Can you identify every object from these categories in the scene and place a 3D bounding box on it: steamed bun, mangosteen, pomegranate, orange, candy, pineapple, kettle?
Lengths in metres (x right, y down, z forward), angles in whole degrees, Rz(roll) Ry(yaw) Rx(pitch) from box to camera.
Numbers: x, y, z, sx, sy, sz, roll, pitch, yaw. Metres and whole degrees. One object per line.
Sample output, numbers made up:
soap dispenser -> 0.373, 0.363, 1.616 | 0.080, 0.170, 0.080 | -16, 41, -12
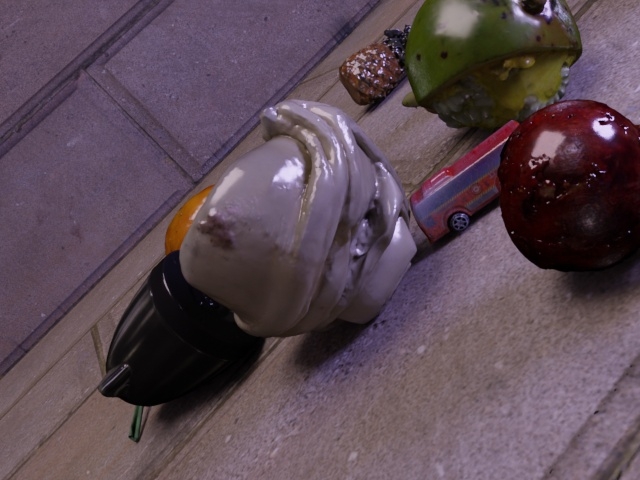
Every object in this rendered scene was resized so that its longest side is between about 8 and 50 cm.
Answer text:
steamed bun -> 0.005, -0.009, 0.911 | 0.309, 0.219, 0.324 | -58, -22, -16
mangosteen -> 0.261, -0.052, 0.655 | 0.180, 0.166, 0.166 | -3, 35, 23
pomegranate -> 0.243, -0.283, 1.086 | 0.260, 0.260, 0.341 | -51, 16, -24
orange -> -0.189, 0.003, 1.378 | 0.240, 0.240, 0.240 | -38, 18, 15
candy -> -0.335, 0.285, 1.318 | 0.077, 0.073, 0.262 | -56, 20, 21
pineapple -> 0.201, -0.482, 1.810 | 0.310, 0.141, 0.170 | -36, 13, -2
kettle -> -0.260, 0.166, 1.194 | 0.271, 0.207, 0.250 | -45, 23, 20

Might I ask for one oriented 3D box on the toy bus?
toy bus -> 0.207, -0.079, 0.940 | 0.192, 0.077, 0.065 | -37, 17, 16
